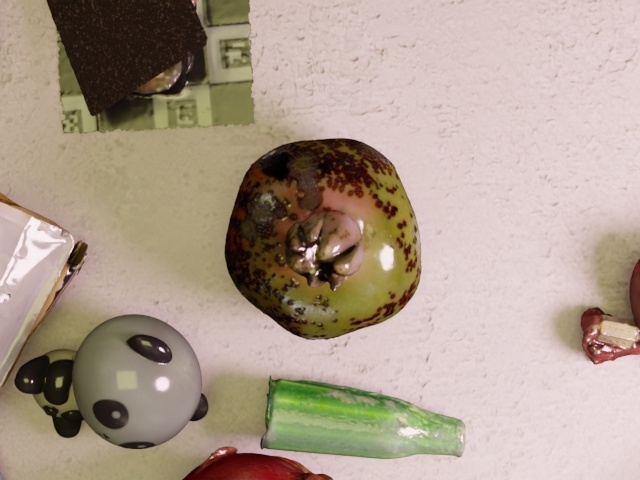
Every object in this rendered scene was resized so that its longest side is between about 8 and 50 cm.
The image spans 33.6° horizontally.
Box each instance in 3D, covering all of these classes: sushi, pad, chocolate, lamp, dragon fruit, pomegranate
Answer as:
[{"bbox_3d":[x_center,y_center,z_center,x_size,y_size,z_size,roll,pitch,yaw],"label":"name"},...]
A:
[{"bbox_3d":[-0.251,-0.349,1.522,0.296,0.100,0.373,-2,89,0],"label":"sushi"},{"bbox_3d":[-0.297,-0.367,1.488,0.220,0.004,0.330,-26,79,23],"label":"pad"},{"bbox_3d":[0.063,0.264,1.514,0.291,0.110,0.110,8,89,-2],"label":"chocolate"},{"bbox_3d":[-0.285,0.199,1.476,0.243,0.197,0.198,-8,89,18],"label":"lamp"},{"bbox_3d":[-0.114,0.405,1.439,0.250,0.250,0.315,47,129,1],"label":"dragon fruit"},{"bbox_3d":[0.491,0.091,1.490,0.215,0.151,0.223,15,91,4],"label":"lamp"},{"bbox_3d":[0.000,0.000,1.395,0.284,0.340,0.285,0,92,2],"label":"pomegranate"}]

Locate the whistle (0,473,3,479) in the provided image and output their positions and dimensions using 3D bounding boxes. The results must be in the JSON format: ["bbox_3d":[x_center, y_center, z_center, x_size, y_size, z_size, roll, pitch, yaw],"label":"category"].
[{"bbox_3d":[-0.503,0.455,1.492,0.168,0.188,0.405,-16,57,4],"label":"whistle"}]

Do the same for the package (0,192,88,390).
[{"bbox_3d":[-0.472,0.098,1.487,0.165,0.221,0.311,28,86,-24],"label":"package"}]
